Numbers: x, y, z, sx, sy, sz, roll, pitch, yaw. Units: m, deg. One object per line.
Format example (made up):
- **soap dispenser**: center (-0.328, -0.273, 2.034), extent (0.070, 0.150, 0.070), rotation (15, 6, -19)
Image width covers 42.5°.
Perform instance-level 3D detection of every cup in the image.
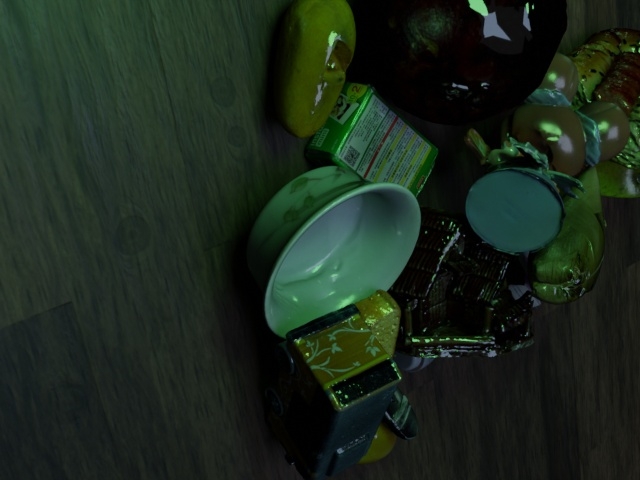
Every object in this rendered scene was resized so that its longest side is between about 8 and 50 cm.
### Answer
- **cup**: center (0.000, 0.000, 1.497), extent (0.347, 0.163, 0.347), rotation (-28, 143, -24)

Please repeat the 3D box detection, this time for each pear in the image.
- **pear**: center (0.717, -0.206, 1.982), extent (0.292, 0.292, 0.159), rotation (-16, 119, -34)

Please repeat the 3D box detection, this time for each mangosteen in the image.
- **mangosteen**: center (0.267, -0.423, 1.508), extent (0.381, 0.381, 0.421), rotation (18, 90, -38)

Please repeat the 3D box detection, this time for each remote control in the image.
- **remote control**: center (0.112, 0.307, 1.710), extent (0.266, 0.066, 0.090), rotation (56, 45, -13)

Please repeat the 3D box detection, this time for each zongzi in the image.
- **zongzi**: center (0.509, -0.024, 1.672), extent (0.274, 0.145, 0.300), rotation (-5, 108, -69)

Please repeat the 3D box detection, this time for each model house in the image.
- **model house**: center (0.262, 0.079, 1.679), extent (0.297, 0.317, 0.282), rotation (-22, 121, -48)

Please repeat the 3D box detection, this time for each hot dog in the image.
- **hot dog**: center (0.725, -0.353, 1.885), extent (0.365, 0.367, 0.196), rotation (-31, 140, -31)

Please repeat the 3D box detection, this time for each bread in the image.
- **bread**: center (0.099, 0.185, 1.588), extent (0.103, 0.065, 0.187), rotation (-20, 136, -34)

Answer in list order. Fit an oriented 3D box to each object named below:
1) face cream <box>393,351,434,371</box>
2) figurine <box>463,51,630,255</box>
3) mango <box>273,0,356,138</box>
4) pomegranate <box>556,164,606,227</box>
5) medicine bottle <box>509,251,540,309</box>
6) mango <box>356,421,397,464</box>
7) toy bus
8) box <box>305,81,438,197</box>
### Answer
- **face cream**: center (0.205, 0.237, 1.791), extent (0.095, 0.091, 0.091), rotation (-12, 108, -44)
- **figurine**: center (0.441, -0.180, 1.654), extent (0.276, 0.248, 0.388), rotation (44, 41, -8)
- **mango**: center (-0.015, -0.311, 1.460), extent (0.130, 0.167, 0.262), rotation (10, 98, -24)
- **pomegranate**: center (0.529, -0.095, 1.875), extent (0.198, 0.198, 0.246), rotation (4, 65, -38)
- **medicine bottle**: center (0.441, 0.038, 1.882), extent (0.171, 0.052, 0.201), rotation (51, 31, -32)
- **mango**: center (0.076, 0.410, 1.738), extent (0.195, 0.092, 0.130), rotation (-1, 102, -28)
- **toy bus**: center (0.016, 0.291, 1.517), extent (0.162, 0.194, 0.323), rotation (-22, 147, -28)
- **box**: center (0.106, -0.177, 1.613), extent (0.250, 0.103, 0.180), rotation (36, 78, -35)
